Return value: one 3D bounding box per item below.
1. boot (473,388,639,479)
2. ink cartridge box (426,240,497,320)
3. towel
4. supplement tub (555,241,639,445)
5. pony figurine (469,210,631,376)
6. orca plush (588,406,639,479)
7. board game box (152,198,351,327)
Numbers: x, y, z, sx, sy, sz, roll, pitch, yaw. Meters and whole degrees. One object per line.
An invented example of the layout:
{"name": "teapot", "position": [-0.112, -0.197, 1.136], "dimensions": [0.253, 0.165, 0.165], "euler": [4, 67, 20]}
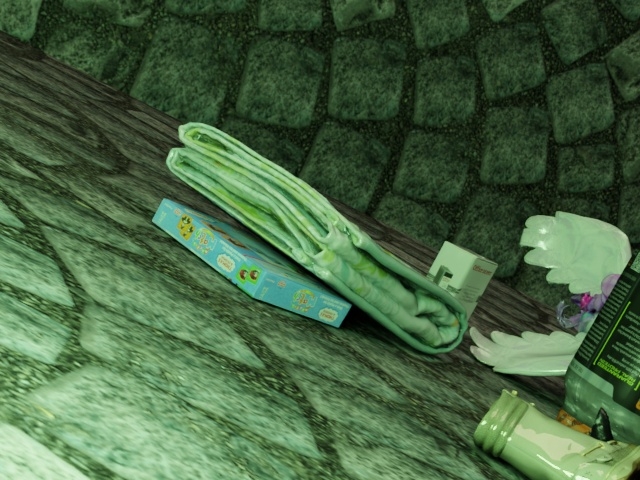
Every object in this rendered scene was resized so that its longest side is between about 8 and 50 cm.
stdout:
{"name": "boot", "position": [0.250, 0.217, 1.520], "dimensions": [0.165, 0.077, 0.213], "euler": [28, 9, 17]}
{"name": "ink cartridge box", "position": [0.188, 0.076, 2.102], "dimensions": [0.056, 0.135, 0.099], "euler": [31, 6, 28]}
{"name": "towel", "position": [0.000, 0.000, 1.874], "dimensions": [0.320, 0.090, 0.374], "euler": [35, -2, 35]}
{"name": "supplement tub", "position": [0.443, 0.140, 1.871], "dimensions": [0.194, 0.316, 0.193], "euler": [29, 6, -3]}
{"name": "pony figurine", "position": [0.442, 0.129, 2.152], "dimensions": [0.351, 0.302, 0.363], "euler": [2, -37, 33]}
{"name": "orca plush", "position": [0.450, 0.257, 1.653], "dimensions": [0.287, 0.102, 0.151], "euler": [28, 37, 10]}
{"name": "board game box", "position": [-0.084, 0.026, 1.753], "dimensions": [0.160, 0.039, 0.211], "euler": [23, 9, -47]}
